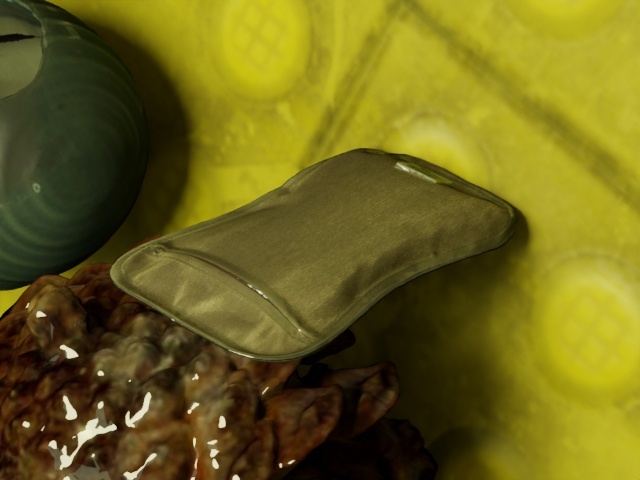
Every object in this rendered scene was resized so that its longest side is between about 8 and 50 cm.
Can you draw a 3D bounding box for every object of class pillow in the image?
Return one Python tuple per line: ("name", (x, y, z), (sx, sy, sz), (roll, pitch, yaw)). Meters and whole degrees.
("pillow", (0.000, 0.001, 0.933), (0.130, 0.217, 0.033), (25, 127, 32))

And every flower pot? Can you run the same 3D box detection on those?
("flower pot", (-0.212, -0.060, 1.104), (0.243, 0.189, 0.157), (14, 135, 51))

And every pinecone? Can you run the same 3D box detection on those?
("pinecone", (-0.069, 0.146, 0.988), (0.298, 0.242, 0.295), (-16, 93, 27))
